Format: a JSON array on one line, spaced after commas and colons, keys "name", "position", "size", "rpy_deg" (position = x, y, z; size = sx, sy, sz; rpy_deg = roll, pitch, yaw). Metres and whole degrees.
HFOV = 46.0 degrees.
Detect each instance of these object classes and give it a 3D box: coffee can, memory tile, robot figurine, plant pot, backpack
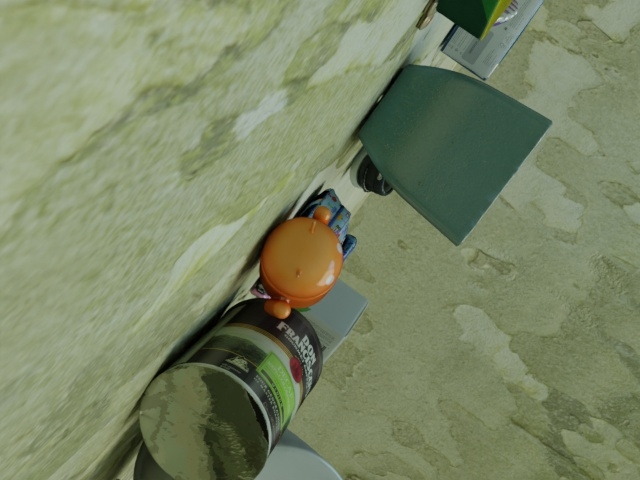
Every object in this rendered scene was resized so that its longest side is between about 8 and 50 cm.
[{"name": "coffee can", "position": [-0.129, 0.231, 1.182], "size": [0.202, 0.201, 0.275], "rpy_deg": [-55, 176, 22]}, {"name": "memory tile", "position": [0.190, -0.369, 1.065], "size": [0.148, 0.012, 0.113], "rpy_deg": [-52, 176, -19]}, {"name": "robot figurine", "position": [-0.032, 0.039, 1.177], "size": [0.158, 0.128, 0.219], "rpy_deg": [-28, 171, -12]}, {"name": "plant pot", "position": [0.208, -0.169, 1.310], "size": [0.247, 0.252, 0.248], "rpy_deg": [-53, 177, 7]}, {"name": "backpack", "position": [0.000, 0.000, 1.362], "size": [0.173, 0.116, 0.158], "rpy_deg": [-58, 176, 28]}]

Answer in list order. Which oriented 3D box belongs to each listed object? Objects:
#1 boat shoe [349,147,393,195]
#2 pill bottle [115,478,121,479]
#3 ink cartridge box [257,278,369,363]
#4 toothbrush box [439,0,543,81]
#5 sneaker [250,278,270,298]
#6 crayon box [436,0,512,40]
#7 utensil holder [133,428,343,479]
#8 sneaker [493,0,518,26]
[{"name": "boat shoe", "position": [0.186, -0.217, 1.601], "size": [0.303, 0.091, 0.114], "rpy_deg": [-55, 143, -10]}, {"name": "pill bottle", "position": [-0.404, 0.513, 1.424], "size": [0.116, 0.065, 0.065], "rpy_deg": [-52, 177, -14]}, {"name": "ink cartridge box", "position": [-0.048, 0.180, 1.740], "size": [0.122, 0.211, 0.289], "rpy_deg": [-53, 178, -36]}, {"name": "toothbrush box", "position": [0.397, -0.495, 1.674], "size": [0.216, 0.126, 0.295], "rpy_deg": [-56, 175, 28]}, {"name": "sneaker", "position": [-0.098, 0.080, 1.483], "size": [0.119, 0.047, 0.057], "rpy_deg": [-44, 159, -78]}, {"name": "crayon box", "position": [0.246, -0.399, 0.875], "size": [0.202, 0.081, 0.318], "rpy_deg": [-52, 174, -12]}, {"name": "utensil holder", "position": [-0.147, 0.477, 1.375], "size": [0.328, 0.327, 0.385], "rpy_deg": [-53, -161, -13]}, {"name": "sneaker", "position": [0.257, -0.380, 1.219], "size": [0.104, 0.095, 0.236], "rpy_deg": [-44, -172, 38]}]
